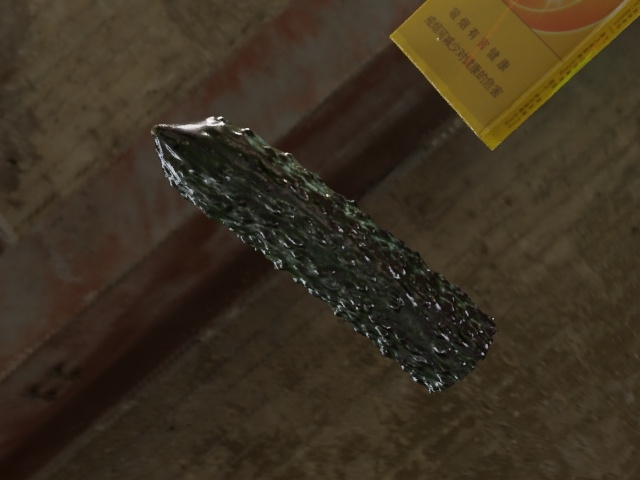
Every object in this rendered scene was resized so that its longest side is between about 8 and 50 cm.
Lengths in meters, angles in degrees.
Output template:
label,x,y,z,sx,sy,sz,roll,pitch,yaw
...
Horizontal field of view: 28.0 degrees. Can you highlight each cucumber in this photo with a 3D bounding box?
label,x,y,z,sx,sy,sz,roll,pitch,yaw
cucumber,0.000,0.000,1.118,0.359,0.096,0.096,39,-88,-20

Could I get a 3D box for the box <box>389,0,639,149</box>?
label,x,y,z,sx,sy,sz,roll,pitch,yaw
box,0.203,-0.223,1.134,0.269,0.043,0.152,-44,-122,11
